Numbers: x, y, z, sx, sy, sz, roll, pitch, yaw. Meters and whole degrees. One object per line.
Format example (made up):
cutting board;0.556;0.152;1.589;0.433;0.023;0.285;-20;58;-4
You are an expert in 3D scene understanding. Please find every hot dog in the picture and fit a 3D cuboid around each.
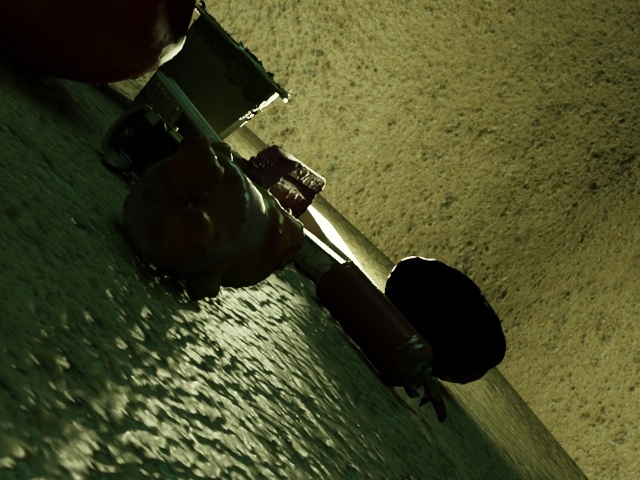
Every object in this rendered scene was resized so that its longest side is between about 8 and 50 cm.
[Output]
hot dog;0.018;0.064;1.807;0.268;0.075;0.144;38;3;-22

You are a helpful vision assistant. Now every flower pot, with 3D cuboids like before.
flower pot;-0.239;-0.317;1.796;0.290;0.259;0.290;44;5;-5

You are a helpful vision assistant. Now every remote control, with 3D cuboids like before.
remote control;-0.277;-0.214;1.585;0.055;0.103;0.277;29;15;-44

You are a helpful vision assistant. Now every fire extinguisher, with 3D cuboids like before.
fire extinguisher;0.125;0.194;1.577;0.337;0.106;0.147;50;-17;34

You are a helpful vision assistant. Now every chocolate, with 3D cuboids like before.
chocolate;0.300;0.210;2.058;0.340;0.225;0.210;48;-6;23

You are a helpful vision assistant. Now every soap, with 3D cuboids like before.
soap;-0.092;-0.117;1.863;0.099;0.162;0.250;46;5;16

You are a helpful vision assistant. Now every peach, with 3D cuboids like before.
peach;-0.352;-0.408;1.224;0.388;0.388;0.388;44;6;-6

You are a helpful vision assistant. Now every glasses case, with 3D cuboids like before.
glasses case;0.000;0.000;2.116;0.131;0.070;0.313;42;7;-27

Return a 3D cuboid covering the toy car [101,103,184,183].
toy car;-0.197;-0.080;1.237;0.257;0.101;0.124;46;2;1

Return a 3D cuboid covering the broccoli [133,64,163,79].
broccoli;-0.382;-0.445;1.620;0.270;0.270;0.270;58;8;6

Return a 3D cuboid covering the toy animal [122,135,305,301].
toy animal;-0.126;-0.016;1.055;0.168;0.196;0.281;3;-9;26

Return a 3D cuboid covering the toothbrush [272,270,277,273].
toothbrush;-0.116;0.000;1.604;0.025;0.019;0.276;50;2;-30

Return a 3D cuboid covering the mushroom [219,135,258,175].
mushroom;-0.228;-0.177;1.691;0.209;0.094;0.072;41;12;-21
